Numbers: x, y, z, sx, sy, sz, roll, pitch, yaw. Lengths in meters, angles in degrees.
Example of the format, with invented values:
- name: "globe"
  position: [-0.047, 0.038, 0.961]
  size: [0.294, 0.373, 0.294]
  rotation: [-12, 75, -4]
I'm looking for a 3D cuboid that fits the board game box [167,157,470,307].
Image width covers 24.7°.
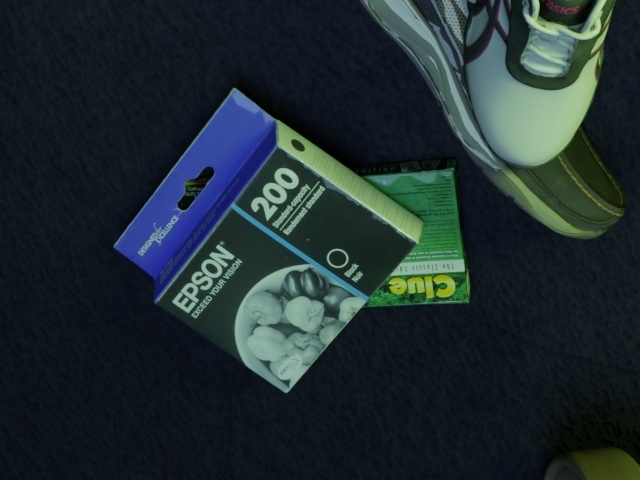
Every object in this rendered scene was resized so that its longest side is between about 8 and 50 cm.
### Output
- name: "board game box"
  position: [0.000, 0.000, 1.321]
  size: [0.260, 0.030, 0.136]
  rotation: [-3, 114, 10]

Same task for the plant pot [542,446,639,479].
- name: "plant pot"
  position: [0.344, 0.308, 1.320]
  size: [0.229, 0.263, 0.263]
  rotation: [-6, 117, -7]

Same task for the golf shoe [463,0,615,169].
- name: "golf shoe"
  position: [0.156, -0.159, 1.030]
  size: [0.105, 0.120, 0.273]
  rotation: [10, 123, 5]

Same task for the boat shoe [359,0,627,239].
- name: "boat shoe"
  position: [0.150, -0.152, 1.163]
  size: [0.130, 0.132, 0.355]
  rotation: [-33, 109, 22]

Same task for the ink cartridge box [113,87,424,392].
- name: "ink cartridge box"
  position: [-0.052, 0.005, 1.291]
  size: [0.208, 0.045, 0.206]
  rotation: [35, 117, -8]
